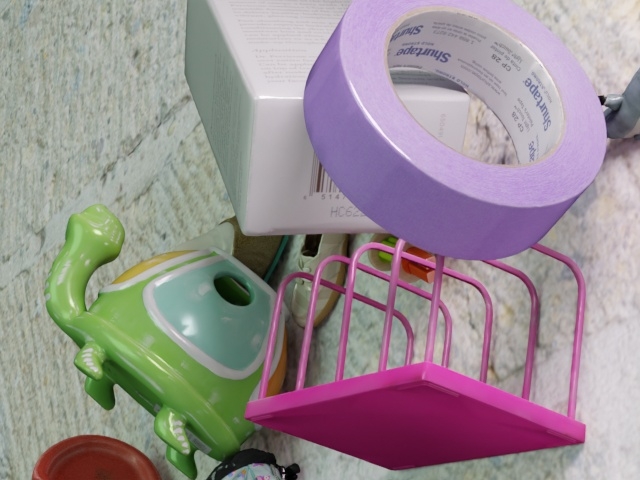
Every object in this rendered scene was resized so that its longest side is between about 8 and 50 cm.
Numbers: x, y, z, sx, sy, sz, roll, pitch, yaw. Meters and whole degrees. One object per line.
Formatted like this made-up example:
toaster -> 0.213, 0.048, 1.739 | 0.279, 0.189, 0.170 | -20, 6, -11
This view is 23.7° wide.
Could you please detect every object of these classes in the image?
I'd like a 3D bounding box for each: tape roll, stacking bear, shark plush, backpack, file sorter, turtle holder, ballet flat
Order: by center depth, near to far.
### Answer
tape roll -> 0.126, -0.118, 1.416 | 0.090, 0.275, 0.275 | 124, 147, -47
shark plush -> 0.291, -0.135, 1.471 | 0.161, 0.067, 0.073 | -21, 58, 52
file sorter -> 0.099, 0.105, 1.528 | 0.291, 0.202, 0.182 | -19, 54, 51
backpack -> -0.085, 0.349, 1.770 | 0.152, 0.115, 0.182 | -53, 39, 24
turtle holder -> -0.184, 0.117, 1.872 | 0.320, 0.243, 0.227 | 32, 73, 30
ballet flat -> -0.159, 0.076, 2.009 | 0.342, 0.124, 0.116 | -60, 28, 18
stacking bear -> -0.331, 0.426, 2.081 | 0.164, 0.175, 0.289 | -79, 9, -66

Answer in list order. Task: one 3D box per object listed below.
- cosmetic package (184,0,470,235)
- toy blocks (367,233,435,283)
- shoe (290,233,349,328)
cosmetic package -> -0.011, -0.174, 1.710 | 0.453, 0.230, 0.161 | -113, 26, -60
toy blocks -> 0.123, -0.007, 1.682 | 0.148, 0.054, 0.123 | 23, 93, 58
shoe -> 0.000, 0.000, 1.863 | 0.076, 0.058, 0.219 | 18, 90, 59
